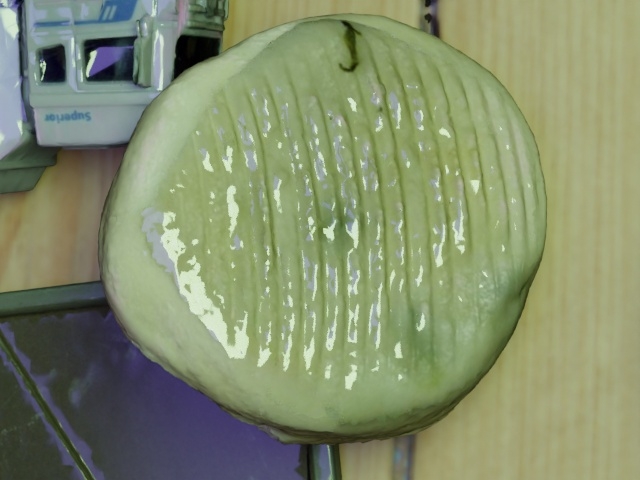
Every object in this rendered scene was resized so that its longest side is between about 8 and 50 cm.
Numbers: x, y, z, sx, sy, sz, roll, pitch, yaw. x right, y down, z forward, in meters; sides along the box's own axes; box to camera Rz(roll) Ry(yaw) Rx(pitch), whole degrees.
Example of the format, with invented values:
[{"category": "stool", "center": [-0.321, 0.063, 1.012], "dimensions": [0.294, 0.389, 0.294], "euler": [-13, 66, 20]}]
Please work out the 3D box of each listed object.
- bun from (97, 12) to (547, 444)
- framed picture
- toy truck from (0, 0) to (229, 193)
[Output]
[{"category": "bun", "center": [0.000, 0.000, 0.931], "dimensions": [0.237, 0.116, 0.210], "euler": [-15, 83, -23]}, {"category": "framed picture", "center": [-0.103, 0.187, 1.009], "dimensions": [0.247, 0.022, 0.335], "euler": [-7, 85, 12]}, {"category": "toy truck", "center": [-0.182, -0.097, 0.992], "dimensions": [0.268, 0.124, 0.155], "euler": [-1, 94, 14]}]
